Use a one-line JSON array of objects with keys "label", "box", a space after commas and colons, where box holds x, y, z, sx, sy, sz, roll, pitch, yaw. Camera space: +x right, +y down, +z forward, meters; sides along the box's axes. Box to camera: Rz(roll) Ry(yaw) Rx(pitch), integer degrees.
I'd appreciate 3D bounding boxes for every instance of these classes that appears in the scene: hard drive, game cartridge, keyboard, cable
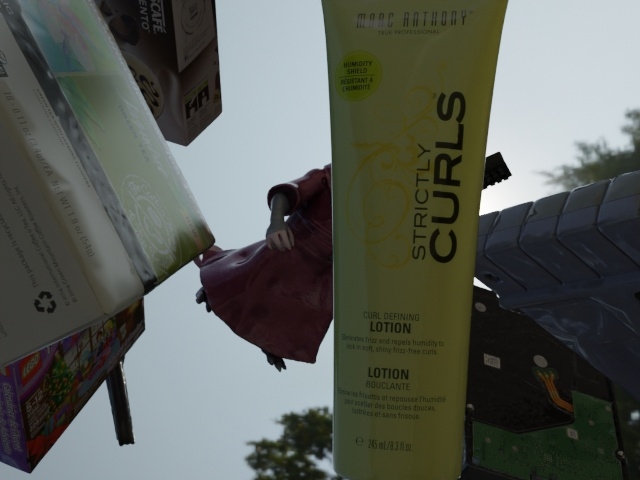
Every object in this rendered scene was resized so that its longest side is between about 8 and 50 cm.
[{"label": "hard drive", "box": [0.296, 0.223, 1.331, 0.237, 0.064, 0.339, 18, -141, -8]}, {"label": "game cartridge", "box": [0.304, 0.077, 0.751, 0.355, 0.230, 0.068, 36, -114, -23]}, {"label": "keyboard", "box": [0.163, -0.066, 1.272, 0.108, 0.180, 0.023, 39, -151, -63]}, {"label": "cable", "box": [-0.308, 0.175, 1.485, 0.072, 0.287, 0.139, -8, -47, -21]}]

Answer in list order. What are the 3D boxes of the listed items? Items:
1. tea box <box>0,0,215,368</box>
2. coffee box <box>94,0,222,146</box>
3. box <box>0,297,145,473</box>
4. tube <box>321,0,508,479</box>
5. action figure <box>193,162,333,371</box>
[{"label": "tea box", "box": [-0.296, -0.070, 0.873, 0.329, 0.220, 0.323, 64, -168, -6]}, {"label": "coffee box", "box": [-0.249, -0.308, 1.414, 0.119, 0.168, 0.297, -53, -25, -43]}, {"label": "box", "box": [-0.326, 0.128, 1.250, 0.293, 0.057, 0.201, -57, -21, -48]}, {"label": "tube", "box": [0.038, -0.009, 0.451, 0.070, 0.062, 0.240, 4, -92, -26]}, {"label": "action figure", "box": [0.000, 0.000, 1.411, 0.248, 0.275, 0.370, 30, -74, -25]}]
